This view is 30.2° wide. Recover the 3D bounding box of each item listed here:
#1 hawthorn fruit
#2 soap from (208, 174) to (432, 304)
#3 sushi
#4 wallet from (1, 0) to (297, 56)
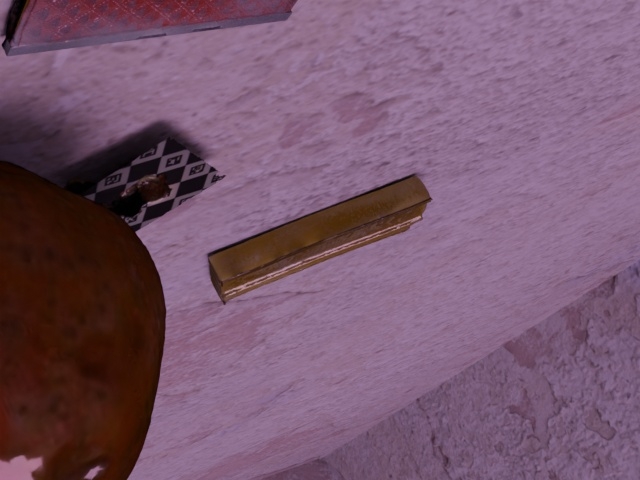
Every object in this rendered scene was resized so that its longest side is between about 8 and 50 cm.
[{"bbox_3d":[-0.225,0.099,0.785,0.277,0.298,0.277,-15,146,-10],"label":"hawthorn fruit"},{"bbox_3d":[0.000,-0.001,1.302,0.252,0.037,0.092,-22,165,-11],"label":"soap"},{"bbox_3d":[-0.153,-0.045,0.955,0.126,0.026,0.120,-31,161,7],"label":"sushi"},{"bbox_3d":[-0.086,-0.154,0.706,0.196,0.020,0.103,-15,163,-31],"label":"wallet"}]
